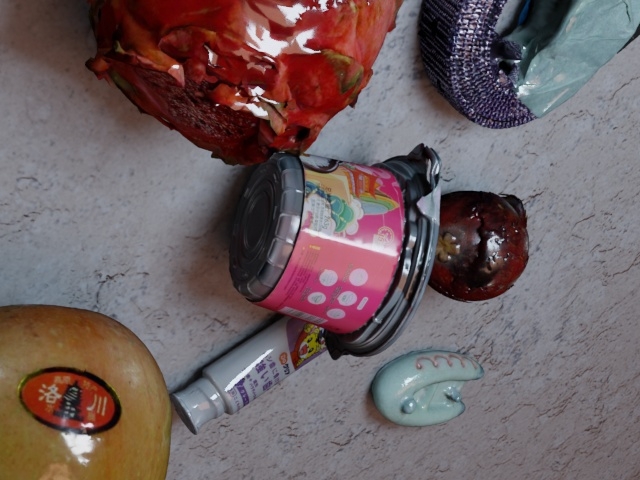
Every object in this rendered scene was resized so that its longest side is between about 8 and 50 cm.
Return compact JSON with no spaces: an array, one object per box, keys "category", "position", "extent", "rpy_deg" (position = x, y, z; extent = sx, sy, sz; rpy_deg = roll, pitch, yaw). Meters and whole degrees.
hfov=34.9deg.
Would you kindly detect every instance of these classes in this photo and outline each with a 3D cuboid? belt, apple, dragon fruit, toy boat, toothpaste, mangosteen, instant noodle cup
[{"category":"belt","position":[0.266,-0.291,1.253],"extent":[0.260,0.122,0.325],"rpy_deg":[19,113,-35]},{"category":"apple","position":[-0.325,0.236,1.092],"extent":[0.338,0.305,0.338],"rpy_deg":[-4,161,-1]},{"category":"dragon fruit","position":[-0.071,-0.226,0.978],"extent":[0.302,0.295,0.295],"rpy_deg":[-51,133,4]},{"category":"toy boat","position":[0.175,0.242,1.611],"extent":[0.207,0.079,0.134],"rpy_deg":[8,119,-38]},{"category":"toothpaste","position":[-0.066,0.159,1.409],"extent":[0.299,0.073,0.114],"rpy_deg":[-32,134,-20]},{"category":"mangosteen","position":[0.215,0.003,1.418],"extent":[0.180,0.166,0.166],"rpy_deg":[-24,140,-58]},{"category":"instant noodle cup","position":[0.000,0.000,1.229],"extent":[0.181,0.258,0.303],"rpy_deg":[15,106,-24]}]

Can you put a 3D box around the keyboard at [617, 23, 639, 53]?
[{"category":"keyboard","position":[0.380,-0.345,1.362],"extent":[0.072,0.023,0.231],"rpy_deg":[-40,133,7]}]
